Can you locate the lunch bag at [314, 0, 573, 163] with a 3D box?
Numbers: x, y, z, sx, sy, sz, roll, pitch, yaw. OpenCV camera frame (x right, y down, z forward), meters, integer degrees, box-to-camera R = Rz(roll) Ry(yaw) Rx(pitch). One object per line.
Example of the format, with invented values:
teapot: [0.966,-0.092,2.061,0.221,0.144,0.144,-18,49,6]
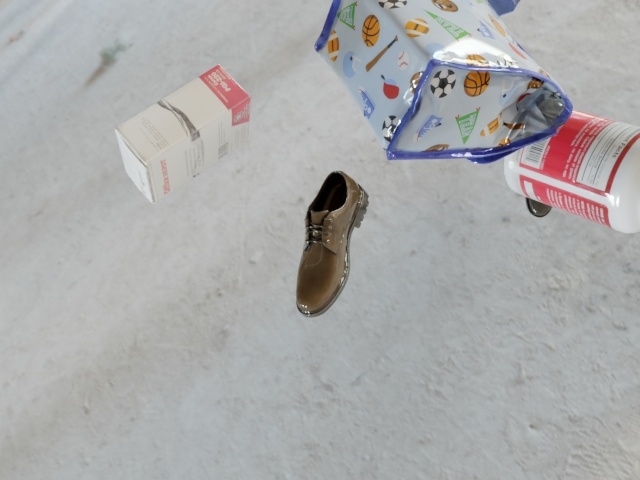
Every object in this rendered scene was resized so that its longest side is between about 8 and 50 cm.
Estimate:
lunch bag: [0.232,-0.314,1.305,0.328,0.385,0.239,61,143,31]

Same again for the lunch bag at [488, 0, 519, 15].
lunch bag: [0.392,-0.537,1.558,0.067,0.098,0.065,0,51,51]

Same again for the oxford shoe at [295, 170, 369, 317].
oxford shoe: [0.000,0.000,1.062,0.082,0.096,0.227,2,67,29]

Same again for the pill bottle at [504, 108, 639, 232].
pill bottle: [0.638,-0.153,1.616,0.407,0.229,0.229,29,73,42]

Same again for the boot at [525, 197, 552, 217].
boot: [0.640,-0.169,1.923,0.229,0.091,0.263,-90,16,-76]

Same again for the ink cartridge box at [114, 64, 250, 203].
ink cartridge box: [-0.233,-0.180,1.248,0.218,0.158,0.092,-39,77,-20]
